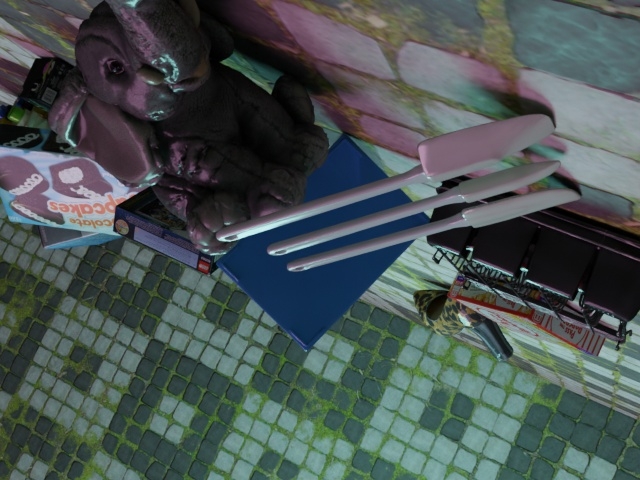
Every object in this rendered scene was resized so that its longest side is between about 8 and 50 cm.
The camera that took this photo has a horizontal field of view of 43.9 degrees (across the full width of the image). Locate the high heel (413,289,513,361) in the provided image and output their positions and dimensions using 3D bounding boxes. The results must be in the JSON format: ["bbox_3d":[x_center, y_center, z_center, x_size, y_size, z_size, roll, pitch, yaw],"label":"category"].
[{"bbox_3d":[0.224,0.102,1.429,0.261,0.093,0.186,31,163,53],"label":"high heel"}]

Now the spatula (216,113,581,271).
[{"bbox_3d":[0.056,-0.024,0.575,0.242,0.019,0.168,-15,163,20],"label":"spatula"}]

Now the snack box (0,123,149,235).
[{"bbox_3d":[-0.385,-0.093,1.344,0.322,0.060,0.187,7,139,3],"label":"snack box"}]

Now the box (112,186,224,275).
[{"bbox_3d":[-0.168,-0.044,1.167,0.159,0.044,0.233,23,-149,15],"label":"box"}]

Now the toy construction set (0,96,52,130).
[{"bbox_3d":[-0.618,-0.177,1.568,0.328,0.215,0.151,4,157,37],"label":"toy construction set"}]

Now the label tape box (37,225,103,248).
[{"bbox_3d":[-0.358,-0.074,1.589,0.334,0.105,0.240,-14,180,11],"label":"label tape box"}]

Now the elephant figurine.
[{"bbox_3d":[-0.116,-0.117,0.584,0.239,0.186,0.169,42,-152,-36],"label":"elephant figurine"}]

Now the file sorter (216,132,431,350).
[{"bbox_3d":[0.000,0.000,0.784,0.118,0.170,0.104,45,177,-5],"label":"file sorter"}]

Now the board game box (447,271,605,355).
[{"bbox_3d":[0.304,0.107,1.184,0.147,0.045,0.193,28,174,-24],"label":"board game box"}]

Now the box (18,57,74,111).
[{"bbox_3d":[-0.358,-0.205,1.065,0.052,0.062,0.083,28,174,-40],"label":"box"}]

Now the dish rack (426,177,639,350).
[{"bbox_3d":[0.221,0.034,0.785,0.208,0.074,0.271,24,176,24],"label":"dish rack"}]
